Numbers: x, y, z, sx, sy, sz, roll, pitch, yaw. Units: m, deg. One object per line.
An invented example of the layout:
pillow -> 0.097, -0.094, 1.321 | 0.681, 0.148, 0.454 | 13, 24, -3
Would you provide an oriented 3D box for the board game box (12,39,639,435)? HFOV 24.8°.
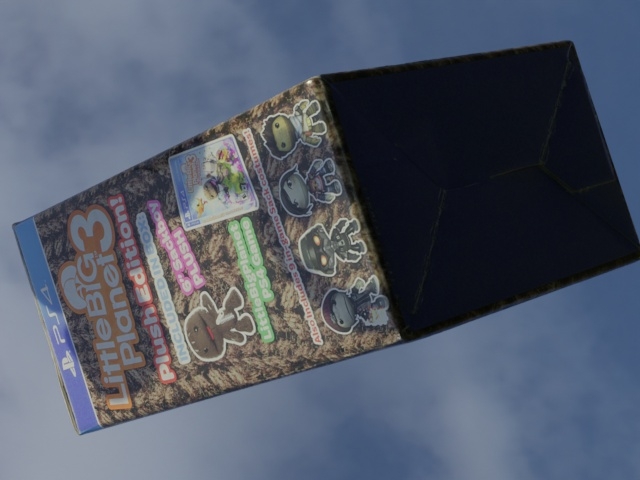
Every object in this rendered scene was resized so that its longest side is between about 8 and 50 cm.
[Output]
board game box -> 0.000, 0.000, 0.885 | 0.232, 0.291, 0.141 | -15, -94, -45
